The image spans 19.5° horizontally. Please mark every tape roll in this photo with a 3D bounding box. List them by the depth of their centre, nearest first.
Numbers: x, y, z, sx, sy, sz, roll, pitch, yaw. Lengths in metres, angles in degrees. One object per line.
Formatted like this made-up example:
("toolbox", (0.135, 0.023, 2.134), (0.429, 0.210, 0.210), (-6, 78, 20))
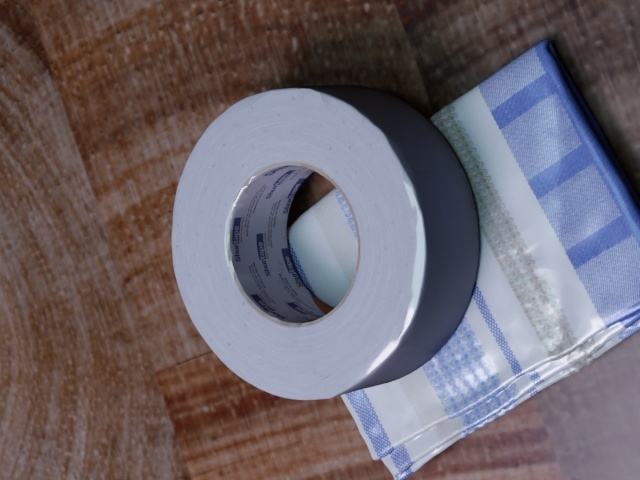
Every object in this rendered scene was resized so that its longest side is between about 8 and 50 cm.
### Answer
("tape roll", (0.000, 0.000, 1.311), (0.219, 0.072, 0.219), (5, 98, 36))

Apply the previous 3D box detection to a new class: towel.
("towel", (0.103, 0.020, 1.304), (0.285, 0.034, 0.209), (-37, 75, 33))
